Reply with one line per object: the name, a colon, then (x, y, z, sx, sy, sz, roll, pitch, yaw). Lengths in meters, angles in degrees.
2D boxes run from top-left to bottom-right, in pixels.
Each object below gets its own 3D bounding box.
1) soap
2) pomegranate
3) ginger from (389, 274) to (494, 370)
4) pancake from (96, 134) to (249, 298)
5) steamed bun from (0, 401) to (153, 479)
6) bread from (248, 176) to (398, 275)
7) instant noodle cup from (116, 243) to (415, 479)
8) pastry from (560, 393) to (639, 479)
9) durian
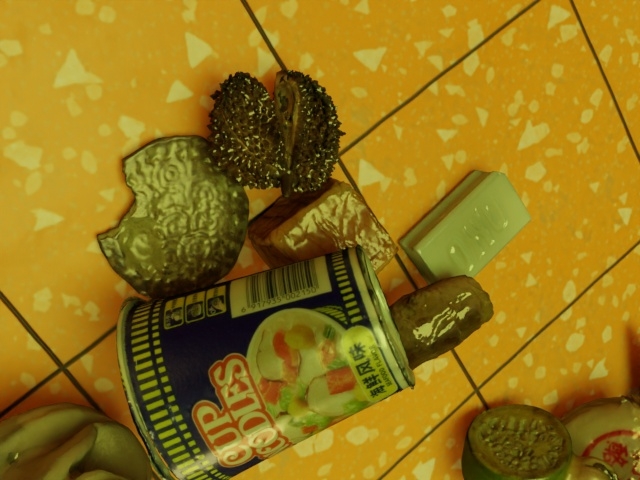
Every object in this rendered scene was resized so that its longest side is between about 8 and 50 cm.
soap: (0.235, -0.015, 1.389, 0.198, 0.066, 0.119, -43, 117, -13)
pomegranate: (0.359, 0.388, 1.456, 0.241, 0.190, 0.159, -7, 122, -3)
ginger: (0.138, 0.142, 1.317, 0.263, 0.116, 0.109, -34, 81, 7)
pancake: (-0.198, -0.030, 1.197, 0.212, 0.029, 0.235, 25, 89, -28)
steamed bun: (-0.309, 0.365, 1.023, 0.342, 0.255, 0.368, 17, 48, -40)
bread: (0.000, 0.000, 1.239, 0.158, 0.149, 0.143, 46, 77, -19)
instant noodle cup: (-0.057, 0.147, 1.099, 0.312, 0.284, 0.284, -22, 111, 6)
pastry: (0.523, 0.402, 1.528, 0.265, 0.133, 0.265, 1, 92, 16)
durian: (-0.059, -0.139, 1.159, 0.196, 0.167, 0.196, 0, 63, 0)
